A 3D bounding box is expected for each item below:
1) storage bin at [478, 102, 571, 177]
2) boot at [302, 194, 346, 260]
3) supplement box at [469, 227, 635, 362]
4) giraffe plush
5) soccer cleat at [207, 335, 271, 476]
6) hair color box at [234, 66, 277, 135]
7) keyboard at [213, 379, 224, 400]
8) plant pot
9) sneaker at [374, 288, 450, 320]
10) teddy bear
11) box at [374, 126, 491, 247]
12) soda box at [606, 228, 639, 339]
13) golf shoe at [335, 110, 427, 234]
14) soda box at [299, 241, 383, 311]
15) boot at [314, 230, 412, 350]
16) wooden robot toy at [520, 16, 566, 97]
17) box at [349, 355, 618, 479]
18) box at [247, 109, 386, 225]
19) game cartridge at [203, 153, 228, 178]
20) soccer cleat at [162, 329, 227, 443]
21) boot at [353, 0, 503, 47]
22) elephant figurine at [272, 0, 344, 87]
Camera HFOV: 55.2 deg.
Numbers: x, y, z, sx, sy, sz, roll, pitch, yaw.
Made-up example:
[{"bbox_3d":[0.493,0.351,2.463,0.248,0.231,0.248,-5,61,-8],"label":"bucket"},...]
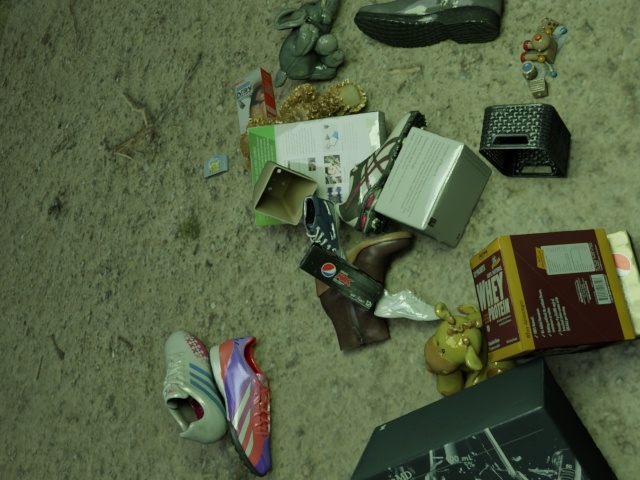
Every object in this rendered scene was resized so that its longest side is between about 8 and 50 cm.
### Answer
[{"bbox_3d":[0.379,-0.180,1.128,0.122,0.180,0.084,5,81,34],"label":"storage bin"},{"bbox_3d":[0.000,0.000,1.293,0.069,0.086,0.189,-18,70,33],"label":"boot"},{"bbox_3d":[0.382,0.095,1.035,0.194,0.129,0.191,-4,72,-10],"label":"supplement box"},{"bbox_3d":[0.262,0.200,1.121,0.181,0.170,0.210,27,94,35],"label":"giraffe plush"},{"bbox_3d":[-0.160,0.374,1.407,0.117,0.108,0.318,-24,69,5],"label":"soccer cleat"},{"bbox_3d":[-0.170,-0.359,1.615,0.093,0.053,0.167,-20,69,27],"label":"hair color box"},{"bbox_3d":[-0.274,0.412,1.518,0.180,0.023,0.108,-51,51,14],"label":"keyboard"},{"bbox_3d":[-0.088,-0.114,1.328,0.109,0.109,0.096,-62,30,16],"label":"plant pot"},{"bbox_3d":[0.185,0.131,1.238,0.152,0.054,0.061,5,87,13],"label":"sneaker"},{"bbox_3d":[-0.029,-0.258,1.473,0.338,0.113,0.245,-34,80,22],"label":"teddy bear"},{"bbox_3d":[0.226,-0.100,1.210,0.119,0.181,0.181,27,93,33],"label":"box"},{"bbox_3d":[0.519,0.078,1.048,0.061,0.058,0.181,-17,69,29],"label":"soda box"},{"bbox_3d":[0.121,-0.149,1.251,0.120,0.105,0.272,28,93,33],"label":"golf shoe"},{"bbox_3d":[0.042,0.071,1.242,0.169,0.053,0.060,32,98,-4],"label":"soda box"},{"bbox_3d":[0.114,0.107,1.314,0.249,0.090,0.206,-25,80,23],"label":"boot"},{"bbox_3d":[0.427,-0.375,1.206,0.076,0.079,0.173,11,84,35],"label":"wooden robot toy"},{"bbox_3d":[0.280,0.413,0.980,0.343,0.179,0.312,-32,91,24],"label":"box"},{"bbox_3d":[-0.006,-0.157,1.385,0.322,0.058,0.232,-2,94,21],"label":"box"},{"bbox_3d":[-0.287,-0.205,1.678,0.083,0.017,0.055,-15,67,30],"label":"game cartridge"},{"bbox_3d":[-0.325,0.337,1.474,0.116,0.143,0.331,-48,51,15],"label":"soccer cleat"},{"bbox_3d":[0.254,-0.555,1.358,0.338,0.118,0.222,10,81,24],"label":"boot"},{"bbox_3d":[-0.028,-0.518,1.519,0.169,0.186,0.239,110,155,-56],"label":"elephant figurine"}]
